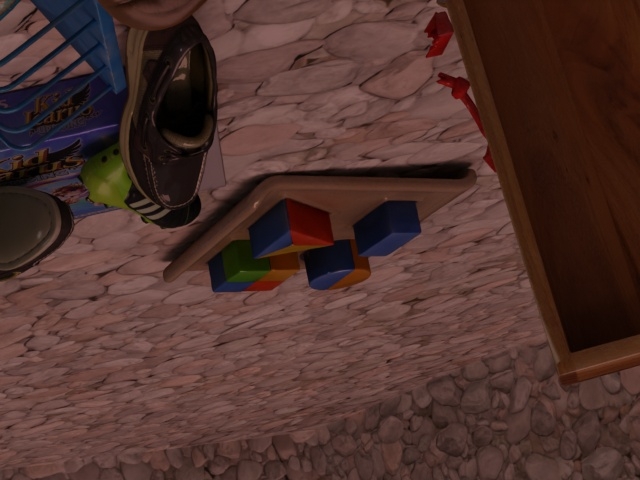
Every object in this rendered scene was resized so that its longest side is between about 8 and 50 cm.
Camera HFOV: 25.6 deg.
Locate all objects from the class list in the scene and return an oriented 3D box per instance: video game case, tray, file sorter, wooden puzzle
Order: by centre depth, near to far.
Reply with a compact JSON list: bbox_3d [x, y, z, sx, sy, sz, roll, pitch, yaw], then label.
[{"bbox_3d":[-0.221,-0.154,1.012,0.104,0.118,0.170,-41,170,-14],"label":"file sorter"},{"bbox_3d":[0.217,-0.119,1.048,0.202,0.411,0.076,-17,165,8],"label":"tray"},{"bbox_3d":[-0.234,-0.088,1.412,0.269,0.061,0.244,-13,164,-5],"label":"video game case"},{"bbox_3d":[0.000,0.000,1.903,0.347,0.081,0.322,-5,162,-31],"label":"wooden puzzle"}]

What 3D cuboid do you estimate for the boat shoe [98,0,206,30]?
[{"bbox_3d":[-0.040,-0.256,0.883,0.285,0.089,0.104,-39,122,10],"label":"boat shoe"}]

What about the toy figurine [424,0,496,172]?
[{"bbox_3d":[0.293,-0.215,1.231,0.362,0.191,0.217,-11,160,-16],"label":"toy figurine"}]

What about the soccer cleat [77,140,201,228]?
[{"bbox_3d":[-0.160,-0.055,1.377,0.072,0.060,0.179,-35,157,20],"label":"soccer cleat"}]

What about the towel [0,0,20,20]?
[{"bbox_3d":[-0.325,-0.140,0.807,0.370,0.040,0.271,-42,142,11],"label":"towel"}]

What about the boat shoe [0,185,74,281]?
[{"bbox_3d":[-0.313,-0.003,1.391,0.227,0.081,0.068,-15,168,40],"label":"boat shoe"}]

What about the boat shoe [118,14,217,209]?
[{"bbox_3d":[-0.129,-0.106,1.247,0.080,0.073,0.224,-20,138,-25],"label":"boat shoe"}]
